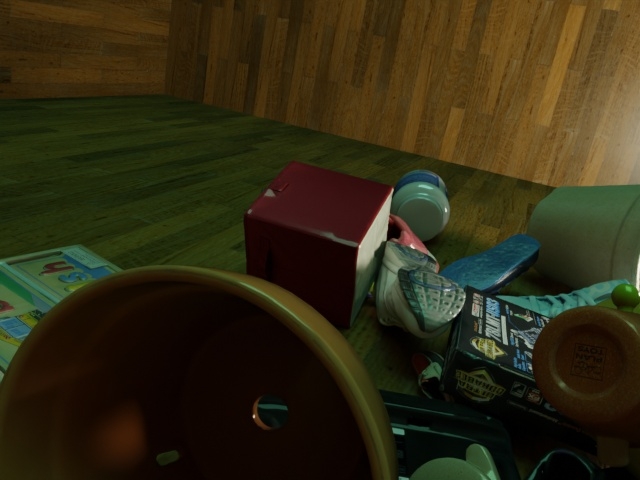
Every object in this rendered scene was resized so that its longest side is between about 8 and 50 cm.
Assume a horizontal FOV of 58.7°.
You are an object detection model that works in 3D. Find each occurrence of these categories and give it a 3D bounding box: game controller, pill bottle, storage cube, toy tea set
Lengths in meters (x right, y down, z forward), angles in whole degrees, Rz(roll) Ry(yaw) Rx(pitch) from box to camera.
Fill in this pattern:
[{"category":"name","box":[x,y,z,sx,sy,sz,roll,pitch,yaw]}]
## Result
[{"category":"game controller","box":[0.065,0.232,0.636,0.320,0.067,0.166,10,34,-1]},{"category":"pill bottle","box":[0.258,-0.088,1.480,0.153,0.152,0.272,13,19,7]},{"category":"storage cube","box":[0.000,0.000,0.973,0.193,0.183,0.215,17,40,17]},{"category":"toy tea set","box":[0.179,0.195,0.383,0.124,0.336,0.200,23,19,-43]}]

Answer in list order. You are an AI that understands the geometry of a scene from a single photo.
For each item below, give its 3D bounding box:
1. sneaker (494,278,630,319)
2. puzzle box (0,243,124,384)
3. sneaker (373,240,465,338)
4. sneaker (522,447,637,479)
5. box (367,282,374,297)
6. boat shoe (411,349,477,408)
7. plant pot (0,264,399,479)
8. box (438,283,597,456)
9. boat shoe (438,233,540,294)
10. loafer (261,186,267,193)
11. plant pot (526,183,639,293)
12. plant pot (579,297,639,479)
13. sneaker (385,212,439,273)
[{"category":"sneaker","box":[0.463,0.123,0.991,0.366,0.150,0.135,11,18,2]},{"category":"puzzle box","box":[-0.326,0.117,0.746,0.409,0.052,0.272,23,23,30]},{"category":"sneaker","box":[0.147,0.099,0.920,0.111,0.129,0.297,20,13,-4]},{"category":"sneaker","box":[0.257,0.253,0.535,0.284,0.124,0.107,-6,14,-40]},{"category":"box","box":[0.044,0.053,1.134,0.109,0.042,0.178,8,19,-7]},{"category":"boat shoe","box":[0.159,0.198,0.782,0.043,0.049,0.137,-1,27,-23]},{"category":"plant pot","box":[-0.072,0.160,0.457,0.291,0.290,0.203,16,4,15]},{"category":"box","box":[0.326,0.180,0.798,0.294,0.073,0.295,20,15,11]},{"category":"boat shoe","box":[0.337,0.079,1.130,0.259,0.089,0.109,-20,43,-15]},{"category":"loafer","box":[-0.124,-0.077,1.407,0.056,0.050,0.148,4,35,-7]},{"category":"plant pot","box":[0.637,0.007,1.225,0.334,0.333,0.305,-1,11,-29]},{"category":"plant pot","box":[0.360,0.145,0.509,0.254,0.253,0.239,5,0,-14]},{"category":"sneaker","box":[0.140,-0.023,1.198,0.116,0.136,0.314,-35,29,-4]}]
